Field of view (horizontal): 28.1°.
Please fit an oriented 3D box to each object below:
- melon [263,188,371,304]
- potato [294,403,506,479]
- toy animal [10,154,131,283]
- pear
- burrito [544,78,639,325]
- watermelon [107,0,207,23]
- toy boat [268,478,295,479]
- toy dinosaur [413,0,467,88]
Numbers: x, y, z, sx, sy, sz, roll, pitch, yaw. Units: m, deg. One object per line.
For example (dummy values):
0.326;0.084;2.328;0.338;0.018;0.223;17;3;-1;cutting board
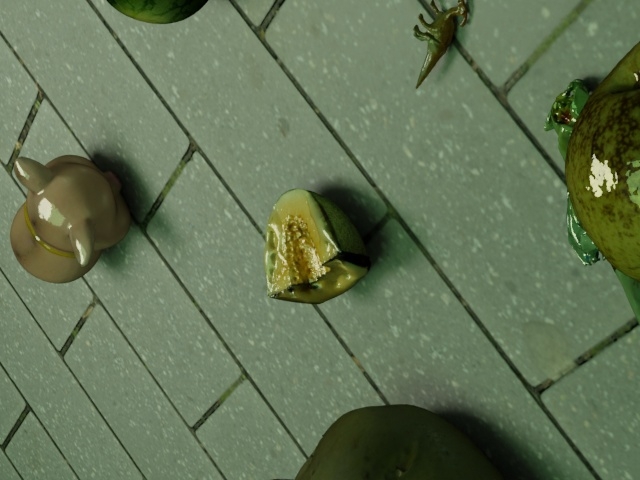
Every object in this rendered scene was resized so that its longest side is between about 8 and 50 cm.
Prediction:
0.000;0.000;1.451;0.160;0.079;0.128;-33;69;54;melon
0.104;0.334;1.403;0.326;0.243;0.221;50;154;21;potato
-0.358;-0.029;1.789;0.165;0.149;0.248;42;153;0;toy animal
0.282;-0.066;0.969;0.197;0.197;0.197;28;132;36;pear
0.267;-0.006;1.153;0.104;0.054;0.288;-16;102;54;burrito
-0.166;-0.313;1.382;0.187;0.141;0.140;-26;93;50;watermelon
-0.023;0.405;1.721;0.299;0.092;0.134;-11;108;51;toy boat
0.105;-0.194;1.233;0.041;0.026;0.113;36;130;3;toy dinosaur
